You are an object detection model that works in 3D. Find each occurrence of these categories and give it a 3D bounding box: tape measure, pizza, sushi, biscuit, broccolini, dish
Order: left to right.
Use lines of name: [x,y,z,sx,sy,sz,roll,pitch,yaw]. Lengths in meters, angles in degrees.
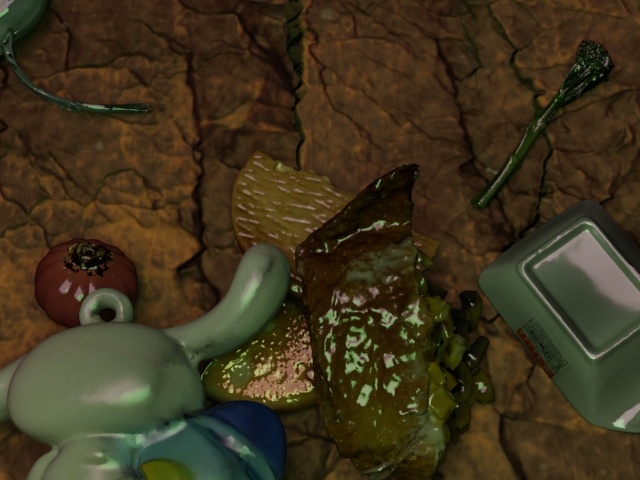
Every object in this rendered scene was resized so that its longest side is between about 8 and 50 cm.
tape measure: [-0.320,-0.253,1.352,0.330,0.084,0.164,24,81,17]
pizza: [-0.045,0.113,1.208,0.178,0.041,0.131,-18,72,2]
biscuit: [0.000,0.001,1.229,0.224,0.033,0.144,25,62,13]
sushi: [0.074,0.093,1.116,0.179,0.167,0.296,-10,81,2]
broccolini: [0.227,-0.123,1.249,0.044,0.042,0.218,41,83,19]
dish: [0.278,0.073,1.161,0.154,0.064,0.234,-35,71,-5]

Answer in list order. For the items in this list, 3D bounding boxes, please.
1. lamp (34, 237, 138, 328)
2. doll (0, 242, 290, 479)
lamp: [-0.242,0.045,1.233,0.107,0.092,0.107,7,41,-6]
doll: [-0.168,0.217,1.117,0.376,0.187,0.366,-27,67,25]
